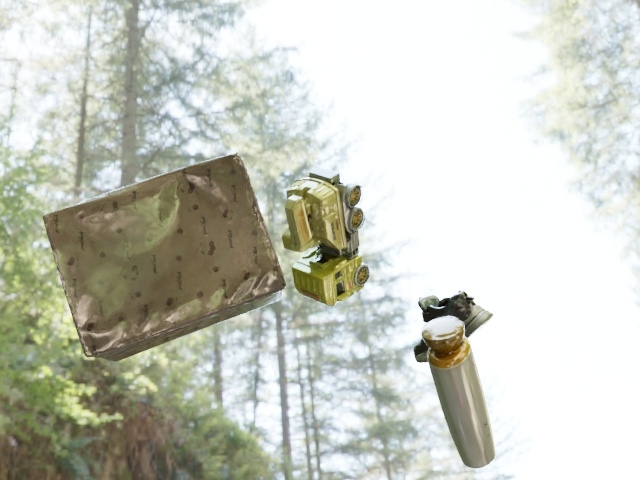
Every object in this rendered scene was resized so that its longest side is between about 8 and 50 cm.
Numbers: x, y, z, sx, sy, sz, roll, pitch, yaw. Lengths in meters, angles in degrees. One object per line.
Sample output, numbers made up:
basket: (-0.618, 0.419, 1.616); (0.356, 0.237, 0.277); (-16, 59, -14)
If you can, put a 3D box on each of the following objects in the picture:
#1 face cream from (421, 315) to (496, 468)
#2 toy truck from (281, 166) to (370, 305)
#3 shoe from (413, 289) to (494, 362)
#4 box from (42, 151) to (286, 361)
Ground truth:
face cream: (0.157, 0.171, 0.867); (0.051, 0.072, 0.182); (-11, -67, 19)
toy truck: (0.000, 0.000, 1.531); (0.124, 0.157, 0.272); (21, -49, 39)
shoe: (0.193, 0.127, 1.238); (0.071, 0.099, 0.169); (-26, -13, -45)
box: (-0.228, 0.031, 1.179); (0.297, 0.225, 0.190); (-19, -10, -10)
